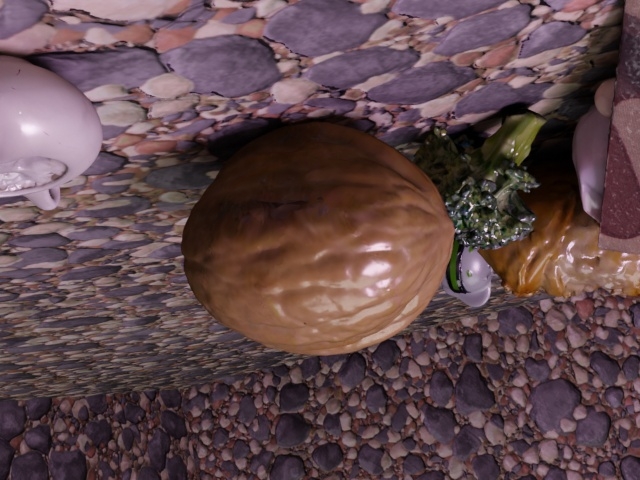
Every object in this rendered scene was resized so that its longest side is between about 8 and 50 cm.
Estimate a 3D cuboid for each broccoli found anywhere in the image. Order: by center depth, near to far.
[{"bbox_3d":[0.172,-0.071,1.058,0.167,0.154,0.160,4,121,-50],"label":"broccoli"}]

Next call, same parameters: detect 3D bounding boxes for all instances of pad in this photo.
[{"bbox_3d":[0.361,-0.080,0.881,0.219,0.004,0.330,7,143,16],"label":"pad"}]

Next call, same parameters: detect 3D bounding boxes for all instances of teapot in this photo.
[{"bbox_3d":[-0.228,-0.075,0.733,0.145,0.092,0.226,-9,170,4],"label":"teapot"}]

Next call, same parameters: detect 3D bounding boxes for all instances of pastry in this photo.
[{"bbox_3d":[0.327,-0.017,1.187,0.310,0.162,0.255,-11,-162,22],"label":"pastry"}]

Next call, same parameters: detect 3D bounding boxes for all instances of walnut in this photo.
[{"bbox_3d":[0.000,0.000,0.967,0.260,0.225,0.225,-7,170,20],"label":"walnut"}]

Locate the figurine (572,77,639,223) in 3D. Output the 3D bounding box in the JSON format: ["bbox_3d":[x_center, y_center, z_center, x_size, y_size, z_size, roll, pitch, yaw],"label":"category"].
[{"bbox_3d":[0.350,-0.108,0.963,0.200,0.133,0.276,5,159,-33],"label":"figurine"}]

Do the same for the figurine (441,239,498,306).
[{"bbox_3d":[0.190,0.026,1.501,0.192,0.147,0.126,4,-166,25],"label":"figurine"}]
